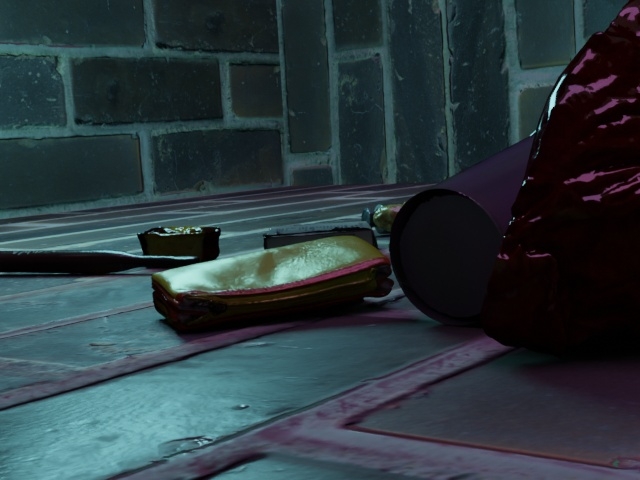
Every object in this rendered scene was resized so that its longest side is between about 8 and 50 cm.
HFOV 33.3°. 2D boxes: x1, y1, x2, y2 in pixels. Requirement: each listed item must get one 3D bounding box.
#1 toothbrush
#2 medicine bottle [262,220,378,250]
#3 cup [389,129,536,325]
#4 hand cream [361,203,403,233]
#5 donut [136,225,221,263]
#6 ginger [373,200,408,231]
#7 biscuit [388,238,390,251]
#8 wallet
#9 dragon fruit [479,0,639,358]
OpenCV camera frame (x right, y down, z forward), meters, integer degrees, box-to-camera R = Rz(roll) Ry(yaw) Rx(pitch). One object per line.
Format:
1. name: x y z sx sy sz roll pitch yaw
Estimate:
1. toothbrush: -0.342 0.032 1.608 0.364 0.041 0.041 -1 6 22
2. medicine bottle: 0.000 0.000 1.652 0.171 0.052 0.201 -4 5 -1
3. cup: 0.208 -0.014 1.101 0.203 0.203 0.288 1 13 41
4. hand cream: 0.198 -0.037 1.975 0.256 0.055 0.088 1 8 -21
5. donut: -0.220 0.007 1.679 0.140 0.059 0.140 -3 5 0
6. ginger: 0.198 -0.039 1.807 0.205 0.081 0.115 -3 -27 18
7. biscuit: 0.188 -0.003 1.656 0.165 0.036 0.250 -4 5 -18
8. wallet: -0.050 0.052 1.139 0.241 0.067 0.141 -10 12 -17
9. dragon fruit: 0.261 -0.003 0.905 0.330 0.302 0.240 -38 -14 -24
